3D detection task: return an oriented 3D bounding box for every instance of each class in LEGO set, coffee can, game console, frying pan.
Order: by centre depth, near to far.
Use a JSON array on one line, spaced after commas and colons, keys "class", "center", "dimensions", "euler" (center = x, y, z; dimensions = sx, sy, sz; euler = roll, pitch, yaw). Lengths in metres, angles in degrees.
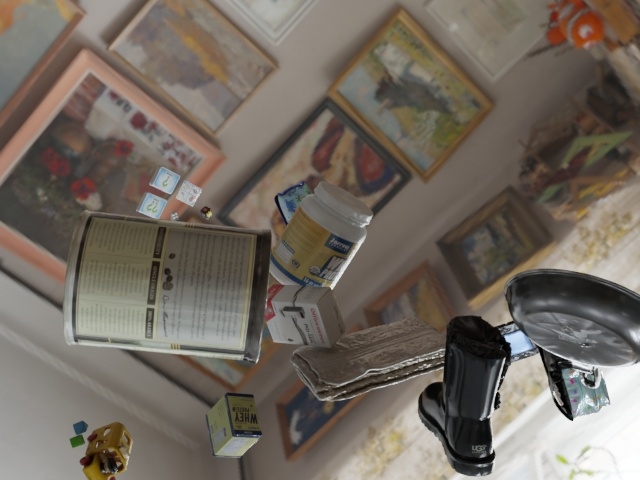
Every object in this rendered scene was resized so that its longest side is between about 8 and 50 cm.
[{"class": "frying pan", "center": [0.303, 0.122, 1.042], "dimensions": [0.197, 0.053, 0.326], "euler": [23, 156, 6]}, {"class": "coffee can", "center": [-0.219, 0.068, 1.237], "dimensions": [0.275, 0.201, 0.201], "euler": [7, -157, -6]}, {"class": "game console", "center": [0.379, 0.228, 1.670], "dimensions": [0.071, 0.107, 0.122], "euler": [-96, -20, -46]}, {"class": "LEGO set", "center": [-0.341, -0.054, 1.991], "dimensions": [0.060, 0.182, 0.244], "euler": [26, 178, 28]}]

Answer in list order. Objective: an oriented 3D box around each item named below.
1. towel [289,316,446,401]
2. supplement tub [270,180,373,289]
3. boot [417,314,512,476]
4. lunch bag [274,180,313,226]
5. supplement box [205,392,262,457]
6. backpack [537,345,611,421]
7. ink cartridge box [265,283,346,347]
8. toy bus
[{"class": "towel", "center": [0.097, 0.206, 1.513], "dimensions": [0.187, 0.282, 0.049], "euler": [-147, 45, -66]}, {"class": "supplement tub", "center": [0.000, 0.000, 1.638], "dimensions": [0.144, 0.200, 0.144], "euler": [29, -164, -9]}, {"class": "boot", "center": [0.216, 0.207, 1.269], "dimensions": [0.094, 0.207, 0.246], "euler": [2, -165, -6]}, {"class": "lunch bag", "center": [-0.053, -0.077, 2.129], "dimensions": [0.151, 0.096, 0.129], "euler": [-138, 23, -87]}, {"class": "supplement box", "center": [-0.153, 0.324, 1.471], "dimensions": [0.056, 0.083, 0.083], "euler": [12, -135, -34]}, {"class": "backpack", "center": [0.545, 0.295, 1.793], "dimensions": [0.152, 0.115, 0.182], "euler": [-73, -37, -68]}, {"class": "ink cartridge box", "center": [-0.034, 0.137, 1.527], "dimensions": [0.056, 0.135, 0.099], "euler": [-44, -55, -45]}, {"class": "toy bus", "center": [-0.549, 0.563, 2.178], "dimensions": [0.191, 0.104, 0.202], "euler": [56, -168, -67]}]
